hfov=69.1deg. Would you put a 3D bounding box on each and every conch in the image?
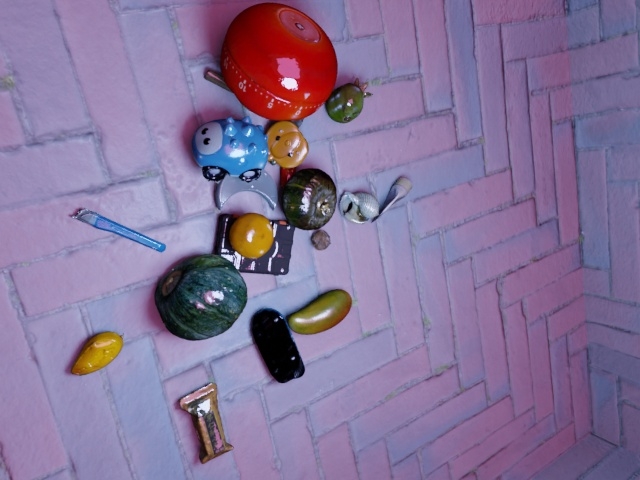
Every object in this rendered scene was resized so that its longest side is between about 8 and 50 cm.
[{"bbox_3d":[0.157,-0.129,1.851,0.153,0.102,0.135,25,91,13],"label":"conch"}]

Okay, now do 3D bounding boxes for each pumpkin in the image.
[{"bbox_3d":[-0.378,0.210,1.522,0.293,0.197,0.263,-42,122,2],"label":"pumpkin"},{"bbox_3d":[-0.033,-0.148,1.685,0.238,0.159,0.238,-36,136,-47],"label":"pumpkin"}]

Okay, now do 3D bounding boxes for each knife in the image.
[{"bbox_3d":[-0.633,-0.028,1.481,0.296,0.026,0.044,29,86,-31],"label":"knife"}]

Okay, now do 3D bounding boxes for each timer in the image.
[{"bbox_3d":[-0.126,-0.575,1.495,0.377,0.279,0.378,16,51,-22],"label":"timer"}]

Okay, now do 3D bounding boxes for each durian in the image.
[{"bbox_3d":[0.000,0.000,1.797,0.091,0.080,0.080,-19,107,-46],"label":"durian"}]

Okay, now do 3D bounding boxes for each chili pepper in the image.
[{"bbox_3d":[-0.119,-0.245,1.714,0.059,0.050,0.192,4,88,-12],"label":"chili pepper"}]

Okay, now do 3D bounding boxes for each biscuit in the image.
[{"bbox_3d":[-0.131,-0.334,1.649,0.170,0.050,0.171,1,105,5],"label":"biscuit"}]

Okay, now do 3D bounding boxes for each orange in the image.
[{"bbox_3d":[-0.234,-0.017,1.568,0.156,0.124,0.156,-10,104,-45],"label":"orange"}]

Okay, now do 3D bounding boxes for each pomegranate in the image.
[{"bbox_3d":[0.110,-0.529,1.755,0.131,0.151,0.191,54,51,-17],"label":"pomegranate"}]

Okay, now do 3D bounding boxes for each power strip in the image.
[{"bbox_3d":[-0.271,-0.186,1.639,0.253,0.054,0.168,1,94,-29],"label":"power strip"}]

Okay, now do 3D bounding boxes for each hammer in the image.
[{"bbox_3d":[-0.226,-0.488,1.615,0.365,0.044,0.111,23,124,-23],"label":"hammer"}]

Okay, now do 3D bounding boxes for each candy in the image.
[{"bbox_3d":[-0.408,0.654,1.660,0.143,0.101,0.272,-18,100,-32],"label":"candy"}]

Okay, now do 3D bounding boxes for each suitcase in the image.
[{"bbox_3d":[-0.236,0.018,1.679,0.285,0.066,0.207,7,93,-29],"label":"suitcase"}]

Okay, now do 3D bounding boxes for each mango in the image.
[{"bbox_3d":[-0.705,0.357,1.474,0.187,0.066,0.101,-44,123,-11],"label":"mango"},{"bbox_3d":[0.004,0.286,1.807,0.288,0.146,0.129,-24,65,-22],"label":"mango"}]

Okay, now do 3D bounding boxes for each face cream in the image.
[{"bbox_3d":[0.293,-0.161,1.924,0.070,0.114,0.224,40,67,-1],"label":"face cream"}]

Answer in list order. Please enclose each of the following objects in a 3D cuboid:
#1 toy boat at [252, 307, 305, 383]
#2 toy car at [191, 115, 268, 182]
[{"bbox_3d":[-0.160,0.387,1.766,0.134,0.092,0.299,-20,101,6],"label":"toy boat"},{"bbox_3d":[-0.283,-0.310,1.507,0.254,0.190,0.189,0,61,-26],"label":"toy car"}]
